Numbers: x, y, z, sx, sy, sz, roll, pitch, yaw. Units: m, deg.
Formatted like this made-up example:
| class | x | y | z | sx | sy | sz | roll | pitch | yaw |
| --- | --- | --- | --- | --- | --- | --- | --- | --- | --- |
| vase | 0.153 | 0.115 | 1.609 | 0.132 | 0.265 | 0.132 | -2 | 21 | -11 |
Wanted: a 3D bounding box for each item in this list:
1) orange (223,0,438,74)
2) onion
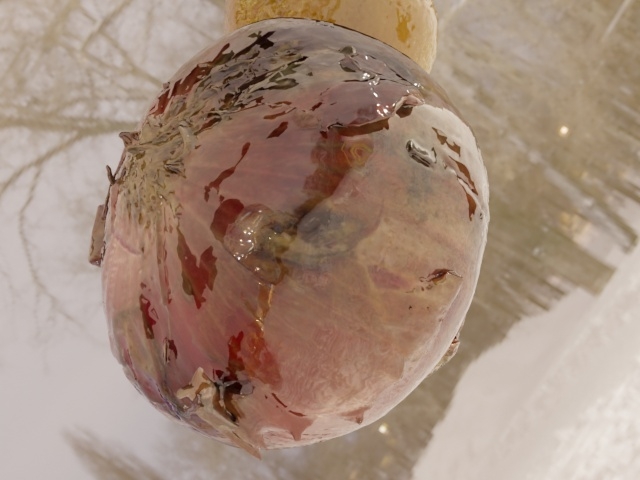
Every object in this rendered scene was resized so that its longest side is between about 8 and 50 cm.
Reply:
| class | x | y | z | sx | sy | sz | roll | pitch | yaw |
| --- | --- | --- | --- | --- | --- | --- | --- | --- | --- |
| orange | 0.011 | -0.215 | 1.223 | 0.236 | 0.236 | 0.236 | -56 | -8 | -12 |
| onion | -0.028 | 0.001 | 0.907 | 0.354 | 0.353 | 0.354 | -56 | -8 | -12 |
